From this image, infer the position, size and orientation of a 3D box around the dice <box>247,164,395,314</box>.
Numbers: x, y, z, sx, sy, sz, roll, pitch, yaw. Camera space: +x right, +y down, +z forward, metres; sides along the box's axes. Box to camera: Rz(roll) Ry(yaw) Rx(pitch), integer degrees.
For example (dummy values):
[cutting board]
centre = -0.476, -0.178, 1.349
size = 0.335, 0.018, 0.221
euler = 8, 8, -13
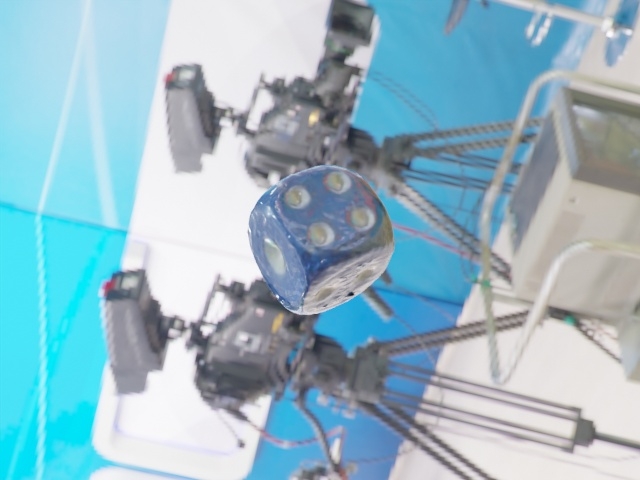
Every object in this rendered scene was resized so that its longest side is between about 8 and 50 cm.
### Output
[dice]
centre = 0.000, 0.000, 1.368
size = 0.146, 0.146, 0.143
euler = 58, 151, 24
